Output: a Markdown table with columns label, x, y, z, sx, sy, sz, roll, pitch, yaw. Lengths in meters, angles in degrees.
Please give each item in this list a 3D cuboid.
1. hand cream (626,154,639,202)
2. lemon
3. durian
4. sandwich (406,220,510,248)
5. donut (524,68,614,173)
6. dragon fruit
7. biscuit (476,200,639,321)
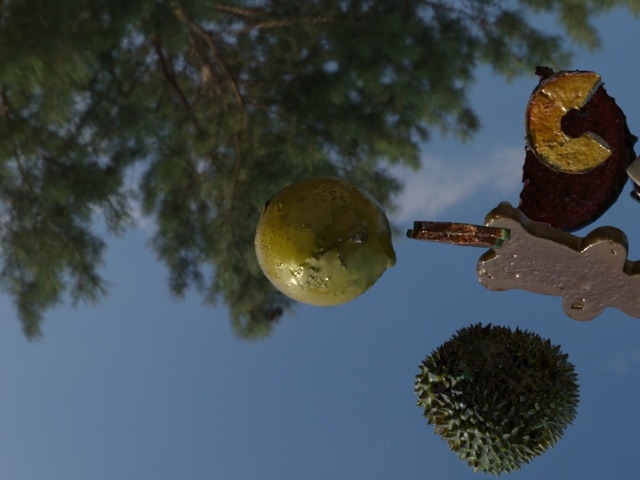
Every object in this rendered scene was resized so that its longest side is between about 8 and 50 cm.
| label | x | y | z | sx | sy | sz | roll | pitch | yaw |
| --- | --- | --- | --- | --- | --- | --- | --- | --- | --- |
| hand cream | 0.401 | -0.118 | 0.962 | 0.186 | 0.054 | 0.087 | -55 | -176 | 21 |
| lemon | 0.000 | 0.000 | 1.154 | 0.173 | 0.174 | 0.206 | -40 | -143 | -26 |
| durian | 0.306 | 0.283 | 1.571 | 0.291 | 0.225 | 0.291 | 0 | -122 | 1 |
| sandwich | 0.181 | -0.007 | 1.130 | 0.135 | 0.029 | 0.067 | 6 | -179 | 32 |
| donut | 0.429 | -0.208 | 1.548 | 0.146 | 0.181 | 0.078 | -9 | -166 | 24 |
| dragon fruit | 0.518 | -0.165 | 1.833 | 0.282 | 0.344 | 0.100 | 11 | 177 | -16 |
| biscuit | 0.374 | 0.041 | 1.271 | 0.301 | 0.197 | 0.049 | 15 | -125 | 10 |
